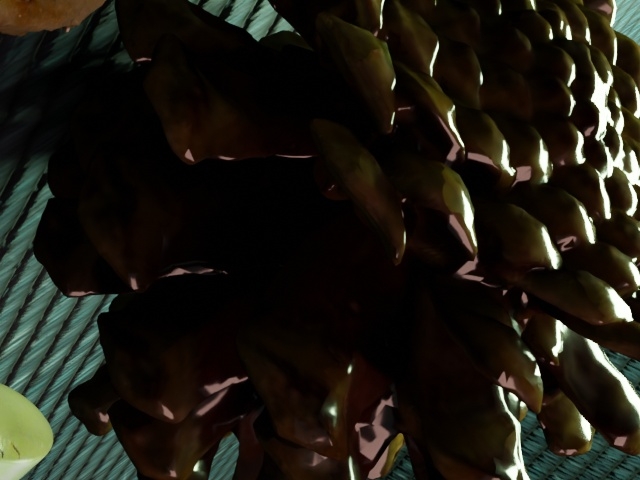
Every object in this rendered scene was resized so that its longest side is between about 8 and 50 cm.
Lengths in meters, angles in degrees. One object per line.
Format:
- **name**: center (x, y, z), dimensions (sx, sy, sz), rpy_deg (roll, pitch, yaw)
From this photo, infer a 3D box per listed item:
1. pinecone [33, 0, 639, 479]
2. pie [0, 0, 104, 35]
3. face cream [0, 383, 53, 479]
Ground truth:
- **pinecone**: center (0.000, 0.000, 0.875), dimensions (0.384, 0.384, 0.384), rpy_deg (-39, 165, -12)
- **pie**: center (-0.082, -0.166, 0.622), dimensions (0.205, 0.084, 0.179), rpy_deg (-50, 164, 14)
- **face cream**: center (-0.332, 0.216, 1.065), dimensions (0.348, 0.081, 0.173), rpy_deg (-42, 165, -4)
